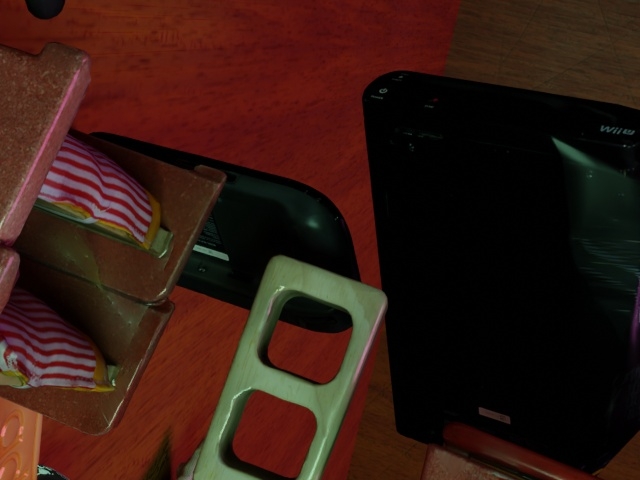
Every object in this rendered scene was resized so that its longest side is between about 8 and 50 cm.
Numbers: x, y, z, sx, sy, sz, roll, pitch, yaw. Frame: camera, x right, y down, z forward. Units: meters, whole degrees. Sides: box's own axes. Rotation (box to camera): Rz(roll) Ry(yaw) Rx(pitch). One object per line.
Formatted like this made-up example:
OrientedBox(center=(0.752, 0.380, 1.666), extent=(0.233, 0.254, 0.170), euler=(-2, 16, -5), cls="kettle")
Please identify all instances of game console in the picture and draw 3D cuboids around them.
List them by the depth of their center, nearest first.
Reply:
OrientedBox(center=(0.000, 0.000, 0.561), extent=(0.044, 0.361, 0.213), euler=(-43, 137, -42), cls="game console")

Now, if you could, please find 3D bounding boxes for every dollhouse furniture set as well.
OrientedBox(center=(-0.027, 0.043, 0.434), extent=(0.201, 0.374, 0.152), euler=(48, 62, -79), cls="dollhouse furniture set")

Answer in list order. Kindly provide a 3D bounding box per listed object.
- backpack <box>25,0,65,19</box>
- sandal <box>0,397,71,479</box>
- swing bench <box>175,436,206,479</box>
OrientedBox(center=(-0.032, -0.263, 0.467), extent=(0.263, 0.213, 0.276), euler=(-77, 173, -60), cls="backpack")
OrientedBox(center=(-0.176, 0.171, 0.621), extent=(0.102, 0.076, 0.265), euler=(-52, 155, -63), cls="sandal")
OrientedBox(center=(-0.076, 0.364, 0.931), extent=(0.253, 0.255, 0.165), euler=(-56, 170, -45), cls="swing bench")
